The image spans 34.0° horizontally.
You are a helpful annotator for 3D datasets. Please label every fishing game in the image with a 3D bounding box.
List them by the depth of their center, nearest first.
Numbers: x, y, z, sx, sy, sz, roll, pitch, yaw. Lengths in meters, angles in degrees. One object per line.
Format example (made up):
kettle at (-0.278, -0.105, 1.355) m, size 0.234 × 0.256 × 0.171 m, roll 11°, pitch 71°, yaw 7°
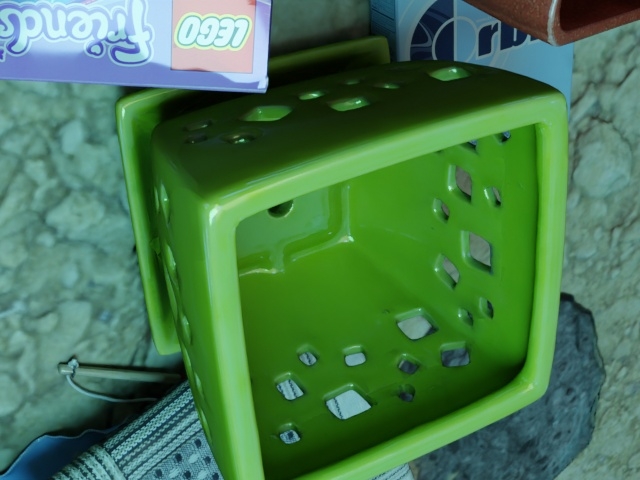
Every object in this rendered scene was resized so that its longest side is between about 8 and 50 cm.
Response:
fishing game at (-0.163, 0.215, 0.784) m, size 0.189 × 0.041 × 0.264 m, roll 11°, pitch 107°, yaw -30°

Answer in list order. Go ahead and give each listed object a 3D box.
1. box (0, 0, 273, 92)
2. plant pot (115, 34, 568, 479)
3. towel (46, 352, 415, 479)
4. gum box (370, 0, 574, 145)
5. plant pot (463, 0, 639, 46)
box at (-0.164, -0.175, 0.463) m, size 0.293 × 0.057 × 0.200 m, roll 2°, pitch 111°, yaw -8°
plant pot at (0.000, 0.000, 0.662) m, size 0.227 × 0.207 × 0.228 m, roll -19°, pitch 124°, yaw -23°
towel at (-0.054, 0.236, 0.805) m, size 0.312 × 0.056 × 0.324 m, roll -36°, pitch 126°, yaw -29°
gum box at (0.111, -0.155, 0.752) m, size 0.157 × 0.041 × 0.184 m, roll -19°, pitch 125°, yaw -22°
plant pot at (0.099, -0.274, 0.518) m, size 0.267 × 0.236 × 0.267 m, roll -24°, pitch 132°, yaw -48°
